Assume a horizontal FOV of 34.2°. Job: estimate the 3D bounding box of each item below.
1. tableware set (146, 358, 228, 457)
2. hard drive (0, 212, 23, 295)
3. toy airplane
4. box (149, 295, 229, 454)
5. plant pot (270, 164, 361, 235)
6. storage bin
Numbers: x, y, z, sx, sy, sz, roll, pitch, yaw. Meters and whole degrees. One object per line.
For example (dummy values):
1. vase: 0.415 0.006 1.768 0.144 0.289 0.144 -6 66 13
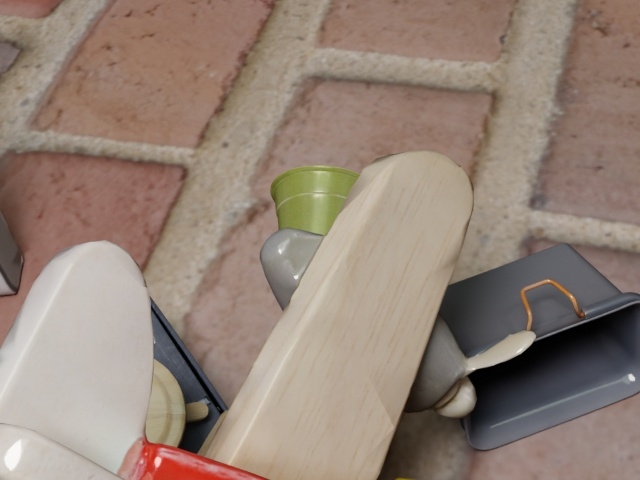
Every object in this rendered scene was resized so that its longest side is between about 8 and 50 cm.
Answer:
1. tableware set: -0.150 0.151 0.598 0.128 0.039 0.194 29 66 15
2. hard drive: -0.424 -0.026 0.742 0.353 0.233 0.047 -7 48 3
3. toy airplane: -0.025 0.174 0.483 0.386 0.272 0.384 -18 80 -24
4. box: -0.165 0.160 0.655 0.232 0.059 0.183 -29 52 -14
5. plant pot: 0.000 0.000 0.760 0.083 0.083 0.079 1 62 10
6. storage bin: 0.136 0.057 0.678 0.135 0.098 0.091 -20 39 -8
